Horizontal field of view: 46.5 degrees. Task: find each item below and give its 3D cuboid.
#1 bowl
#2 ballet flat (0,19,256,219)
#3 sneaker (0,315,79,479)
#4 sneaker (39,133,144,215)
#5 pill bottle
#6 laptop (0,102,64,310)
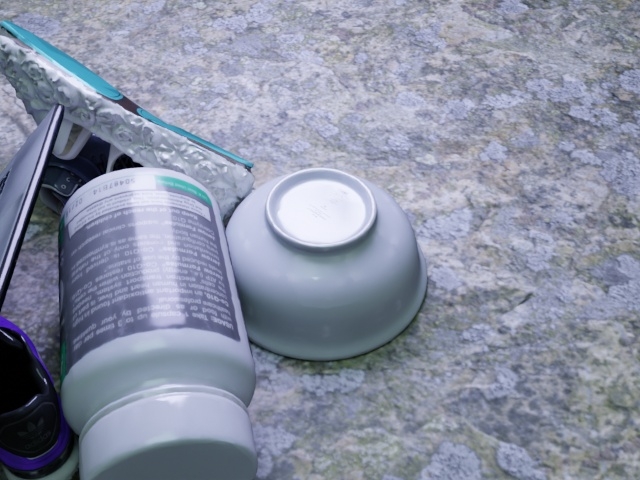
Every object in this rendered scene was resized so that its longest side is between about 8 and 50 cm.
[{"bbox_3d":[0.000,0.000,0.981,0.297,0.134,0.298,1,49,-1],"label":"bowl"},{"bbox_3d":[-0.283,-0.141,1.012,0.408,0.147,0.147,30,50,-8],"label":"ballet flat"},{"bbox_3d":[-0.362,0.135,0.830,0.102,0.146,0.293,-32,48,-27],"label":"sneaker"},{"bbox_3d":[-0.312,-0.101,1.099,0.226,0.086,0.164,10,57,-4],"label":"sneaker"},{"bbox_3d":[-0.186,0.106,0.834,0.204,0.204,0.361,-10,49,-10],"label":"pill bottle"},{"bbox_3d":[-0.509,0.035,0.794,0.236,0.408,0.382,31,36,-31],"label":"laptop"}]
